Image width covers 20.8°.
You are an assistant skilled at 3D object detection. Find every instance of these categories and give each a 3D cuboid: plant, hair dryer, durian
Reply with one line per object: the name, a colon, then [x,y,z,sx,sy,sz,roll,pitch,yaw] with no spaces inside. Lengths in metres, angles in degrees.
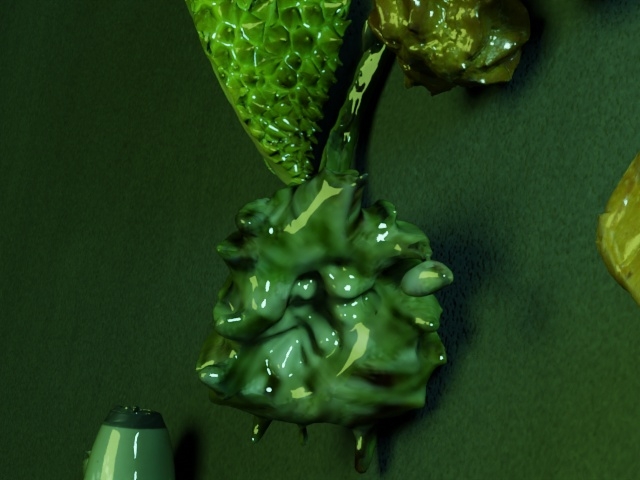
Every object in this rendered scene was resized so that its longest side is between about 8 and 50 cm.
plant: [0.032,0.012,1.326,0.251,0.180,0.333,-64,-3,30]
hair dryer: [-0.190,0.276,1.577,0.225,0.088,0.219,135,138,-62]
durian: [-0.071,-0.218,1.532,0.169,0.157,0.355,110,156,-43]

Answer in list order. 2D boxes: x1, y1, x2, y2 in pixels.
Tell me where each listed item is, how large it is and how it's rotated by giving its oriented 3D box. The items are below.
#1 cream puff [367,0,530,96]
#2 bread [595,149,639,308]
cream puff: [0.092,-0.153,1.263,0.116,0.122,0.094,76,-158,-62]
bread: [0.243,-0.002,0.863,0.149,0.158,0.143,-60,30,15]
